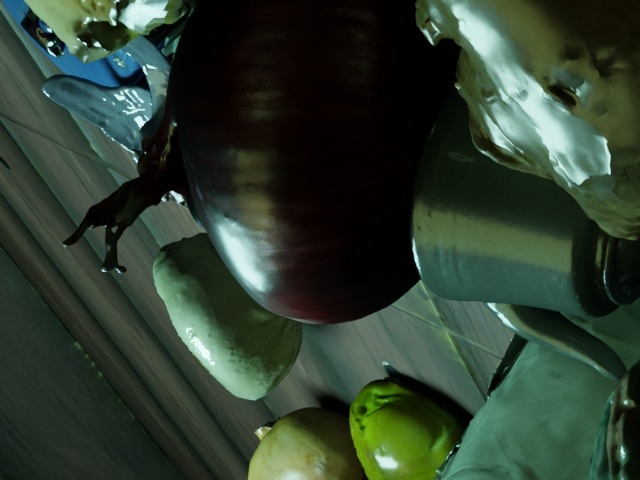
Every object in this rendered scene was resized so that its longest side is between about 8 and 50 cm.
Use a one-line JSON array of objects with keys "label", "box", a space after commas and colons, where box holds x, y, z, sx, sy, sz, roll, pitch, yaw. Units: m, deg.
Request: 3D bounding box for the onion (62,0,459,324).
[{"label": "onion", "box": [-0.030, -0.071, 0.874, 0.273, 0.285, 0.273, -10, -90, -83]}]

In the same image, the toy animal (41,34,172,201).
[{"label": "toy animal", "box": [-0.120, -0.111, 1.180, 0.239, 0.176, 0.255, -7, 127, 19]}]

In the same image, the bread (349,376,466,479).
[{"label": "bread", "box": [0.146, 0.322, 1.571, 0.166, 0.112, 0.383, 24, 152, 46]}]

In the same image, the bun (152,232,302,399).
[{"label": "bun", "box": [-0.099, 0.076, 1.541, 0.231, 0.133, 0.231, 56, -176, -6]}]

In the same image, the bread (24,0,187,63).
[{"label": "bread", "box": [-0.110, -0.276, 0.745, 0.270, 0.211, 0.316, 51, 149, -3]}]

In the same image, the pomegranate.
[{"label": "pomegranate", "box": [-0.007, 0.318, 1.793, 0.191, 0.191, 0.191, 39, 160, 17]}]

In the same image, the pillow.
[{"label": "pillow", "box": [0.213, 0.173, 0.911, 0.283, 0.310, 0.138, 40, -163, 32]}]

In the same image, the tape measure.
[{"label": "tape measure", "box": [-0.271, -0.283, 1.226, 0.351, 0.098, 0.215, 47, 160, 2]}]

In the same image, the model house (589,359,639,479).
[{"label": "model house", "box": [0.265, 0.073, 0.641, 0.202, 0.237, 0.237, 45, 158, 23]}]

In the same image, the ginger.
[{"label": "ginger", "box": [0.120, -0.121, 0.647, 0.270, 0.123, 0.219, 37, 142, 9]}]

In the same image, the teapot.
[{"label": "teapot", "box": [0.159, -0.029, 0.791, 0.149, 0.162, 0.239, 20, 120, 34]}]
